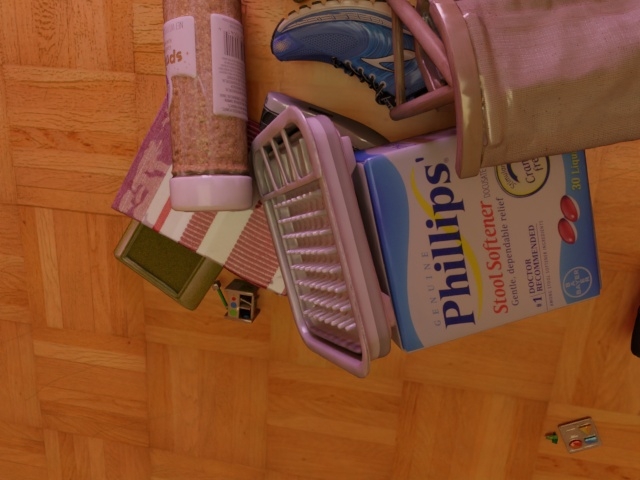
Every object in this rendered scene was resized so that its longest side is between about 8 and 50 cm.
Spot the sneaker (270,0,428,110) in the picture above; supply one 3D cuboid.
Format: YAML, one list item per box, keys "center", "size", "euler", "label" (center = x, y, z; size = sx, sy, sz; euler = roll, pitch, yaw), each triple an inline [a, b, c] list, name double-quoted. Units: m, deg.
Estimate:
- center: [0.089, -0.251, 0.708]
  size: [0.331, 0.130, 0.147]
  euler: [8, 104, 8]
  label: "sneaker"

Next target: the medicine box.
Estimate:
- center: [0.203, -0.023, 0.698]
  size: [0.290, 0.149, 0.263]
  euler: [-16, 103, -7]
  label: "medicine box"

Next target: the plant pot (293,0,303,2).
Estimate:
- center: [-0.009, -0.474, 0.631]
  size: [0.212, 0.212, 0.187]
  euler: [-24, 87, 16]
  label: "plant pot"

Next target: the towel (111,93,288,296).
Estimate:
- center: [-0.146, -0.081, 0.825]
  size: [0.329, 0.037, 0.236]
  euler: [29, 94, -1]
  label: "towel"

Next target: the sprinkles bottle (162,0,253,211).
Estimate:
- center: [-0.166, -0.220, 0.736]
  size: [0.122, 0.121, 0.354]
  euler: [-1, 94, 11]
  label: "sprinkles bottle"

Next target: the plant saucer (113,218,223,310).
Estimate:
- center: [-0.265, 0.015, 0.892]
  size: [0.188, 0.045, 0.188]
  euler: [36, 109, -1]
  label: "plant saucer"

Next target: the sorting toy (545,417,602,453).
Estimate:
- center: [0.439, 0.345, 0.873]
  size: [0.083, 0.012, 0.062]
  euler: [-23, 101, 15]
  label: "sorting toy"

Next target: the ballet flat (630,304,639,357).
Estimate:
- center: [0.548, 0.053, 0.735]
  size: [0.280, 0.095, 0.096]
  euler: [-43, 84, 8]
  label: "ballet flat"

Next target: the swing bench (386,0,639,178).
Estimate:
- center: [0.224, -0.200, 0.537]
  size: [0.254, 0.254, 0.165]
  euler: [-11, 118, -5]
  label: "swing bench"

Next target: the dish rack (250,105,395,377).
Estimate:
- center: [0.000, 0.000, 0.688]
  size: [0.073, 0.286, 0.332]
  euler: [-16, 94, -20]
  label: "dish rack"

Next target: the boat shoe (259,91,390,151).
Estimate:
- center: [0.011, -0.159, 0.780]
  size: [0.220, 0.077, 0.070]
  euler: [24, 118, 5]
  label: "boat shoe"

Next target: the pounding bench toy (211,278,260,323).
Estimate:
- center: [-0.153, 0.108, 0.894]
  size: [0.084, 0.052, 0.065]
  euler: [8, 107, 8]
  label: "pounding bench toy"
